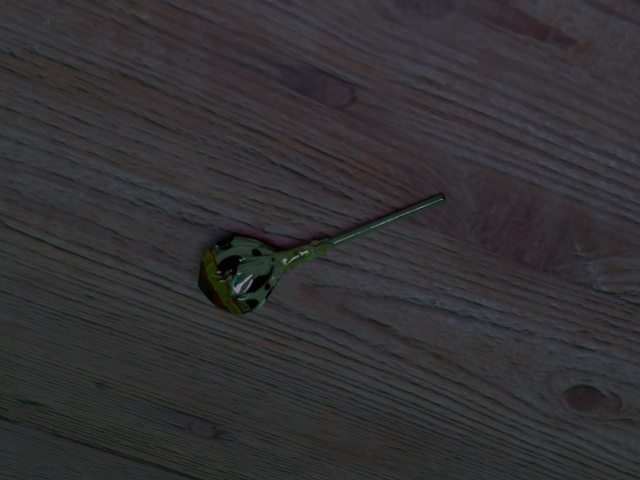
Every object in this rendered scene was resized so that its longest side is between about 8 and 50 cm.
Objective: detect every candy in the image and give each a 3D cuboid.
[{"bbox_3d":[0.000,0.000,0.973,0.305,0.083,0.091,-23,98,6],"label":"candy"}]
